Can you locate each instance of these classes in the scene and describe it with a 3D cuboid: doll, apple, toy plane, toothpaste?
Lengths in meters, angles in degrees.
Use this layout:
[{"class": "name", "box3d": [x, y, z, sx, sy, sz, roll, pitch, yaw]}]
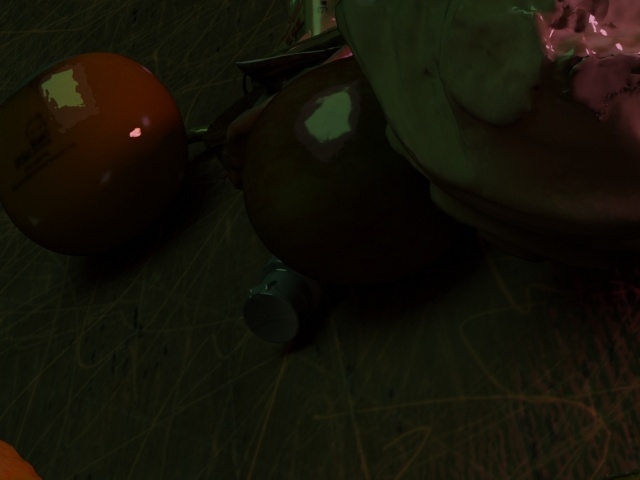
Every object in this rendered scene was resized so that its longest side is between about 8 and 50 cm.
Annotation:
[{"class": "doll", "box3d": [-0.217, -0.086, 2.034, 0.213, 0.213, 0.236, -23, -13, 33]}, {"class": "apple", "box3d": [0.031, -0.055, 1.592, 0.174, 0.188, 0.188, -14, 35, 34]}, {"class": "toy plane", "box3d": [0.015, -0.259, 2.047, 0.229, 0.092, 0.244, -28, 44, 50]}, {"class": "toothpaste", "box3d": [0.000, 0.000, 1.713, 0.089, 0.057, 0.234, -19, 24, 35]}]

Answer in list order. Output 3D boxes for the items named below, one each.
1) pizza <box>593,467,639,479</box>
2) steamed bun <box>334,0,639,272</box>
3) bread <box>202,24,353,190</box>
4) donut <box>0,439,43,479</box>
[{"class": "pizza", "box3d": [0.162, 0.175, 1.210, 0.123, 0.026, 0.108, -46, 22, -7]}, {"class": "steamed bun", "box3d": [0.182, -0.097, 1.396, 0.346, 0.237, 0.394, -2, 8, 18]}, {"class": "bread", "box3d": [-0.005, -0.123, 1.788, 0.212, 0.142, 0.224, -41, 12, -33]}, {"class": "donut", "box3d": [-0.224, 0.313, 1.170, 0.163, 0.435, 0.377, -14, 51, -35]}]
